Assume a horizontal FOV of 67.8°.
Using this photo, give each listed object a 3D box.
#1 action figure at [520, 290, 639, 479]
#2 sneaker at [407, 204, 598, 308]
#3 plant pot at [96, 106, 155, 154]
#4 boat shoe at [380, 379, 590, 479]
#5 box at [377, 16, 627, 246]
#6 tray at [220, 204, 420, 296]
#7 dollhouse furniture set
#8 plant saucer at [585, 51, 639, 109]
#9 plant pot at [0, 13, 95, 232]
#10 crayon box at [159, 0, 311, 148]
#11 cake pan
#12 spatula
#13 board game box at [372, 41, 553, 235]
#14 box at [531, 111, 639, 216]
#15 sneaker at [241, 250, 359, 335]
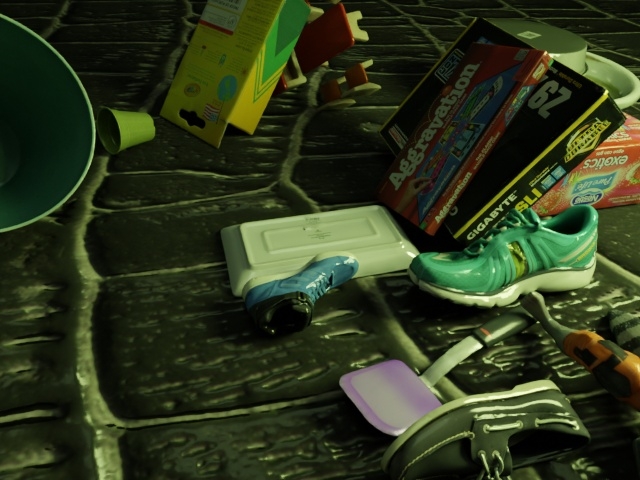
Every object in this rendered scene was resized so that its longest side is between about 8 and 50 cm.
[{"bbox_3d":[0.400,0.141,0.432,0.341,0.179,0.330,-17,45,6],"label":"action figure"},{"bbox_3d":[0.237,0.010,0.614,0.275,0.110,0.107,-10,29,-17],"label":"sneaker"},{"bbox_3d":[-0.350,-0.203,0.871,0.083,0.083,0.079,32,34,30],"label":"plant pot"},{"bbox_3d":[0.155,0.184,0.431,0.206,0.075,0.065,-9,37,-22],"label":"boat shoe"},{"bbox_3d":[0.247,-0.177,0.743,0.079,0.257,0.322,28,26,-34],"label":"box"},{"bbox_3d":[0.000,0.000,0.678,0.270,0.030,0.145,-8,40,-14],"label":"tray"},{"bbox_3d":[-0.034,-0.395,1.001,0.259,0.262,0.135,-14,8,46],"label":"dollhouse furniture set"},{"bbox_3d":[0.494,-0.349,1.087,0.400,0.101,0.401,2,39,-1],"label":"plant saucer"},{"bbox_3d":[-0.490,-0.144,0.663,0.290,0.290,0.195,-30,14,-34],"label":"plant pot"},{"bbox_3d":[-0.177,-0.352,0.948,0.202,0.319,0.081,33,10,30],"label":"crayon box"},{"bbox_3d":[0.453,-0.434,1.067,0.293,0.054,0.293,2,39,-2],"label":"cake pan"},{"bbox_3d":[0.159,0.127,0.534,0.296,0.030,0.084,-21,46,-27],"label":"spatula"},{"bbox_3d":[0.196,-0.156,0.704,0.027,0.281,0.145,27,10,-34],"label":"board game box"},{"bbox_3d":[0.417,-0.131,0.796,0.256,0.123,0.128,-8,40,-13],"label":"box"},{"bbox_3d":[-0.012,0.066,0.571,0.152,0.058,0.085,-15,37,-15],"label":"sneaker"}]
